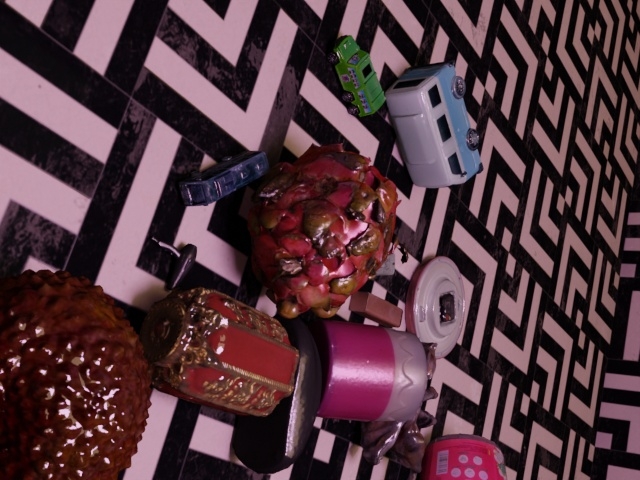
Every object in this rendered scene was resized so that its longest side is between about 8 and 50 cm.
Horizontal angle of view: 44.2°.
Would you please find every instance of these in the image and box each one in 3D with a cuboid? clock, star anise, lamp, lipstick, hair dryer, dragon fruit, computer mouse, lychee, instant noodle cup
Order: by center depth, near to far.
[{"bbox_3d":[-0.321,0.172,0.897,0.304,0.276,0.275,-46,131,-76],"label":"lychee"},{"bbox_3d":[-0.152,0.174,1.206,0.274,0.177,0.177,34,64,-50],"label":"lamp"},{"bbox_3d":[-0.234,0.027,1.211,0.083,0.031,0.079,37,70,-31],"label":"hair dryer"},{"bbox_3d":[0.000,0.000,1.341,0.269,0.250,0.291,73,33,-53],"label":"dragon fruit"},{"bbox_3d":[-0.063,0.262,1.343,0.086,0.137,0.269,25,70,-44],"label":"computer mouse"},{"bbox_3d":[0.135,0.351,1.625,0.316,0.139,0.359,50,60,-21],"label":"star anise"},{"bbox_3d":[0.119,0.145,1.656,0.145,0.045,0.045,29,70,-50],"label":"lipstick"},{"bbox_3d":[0.324,0.553,1.791,0.302,0.258,0.181,17,51,-10],"label":"instant noodle cup"},{"bbox_3d":[0.278,0.158,1.858,0.244,0.056,0.244,-1,92,-54],"label":"clock"}]

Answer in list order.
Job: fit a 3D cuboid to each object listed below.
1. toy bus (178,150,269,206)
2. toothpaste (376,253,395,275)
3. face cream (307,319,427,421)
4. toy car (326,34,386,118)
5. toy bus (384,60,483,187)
[{"bbox_3d":[-0.153,-0.102,1.275,0.166,0.065,0.047,-36,120,-48],"label":"toy bus"},{"bbox_3d":[0.106,0.057,1.653,0.197,0.029,0.048,-7,99,-55],"label":"toothpaste"},{"bbox_3d":[0.072,0.239,1.433,0.195,0.175,0.175,9,83,-21],"label":"face cream"},{"bbox_3d":[0.073,-0.328,1.571,0.071,0.062,0.165,-52,129,-38],"label":"toy car"},{"bbox_3d":[0.248,-0.240,1.751,0.165,0.133,0.271,-41,120,-39],"label":"toy bus"}]
